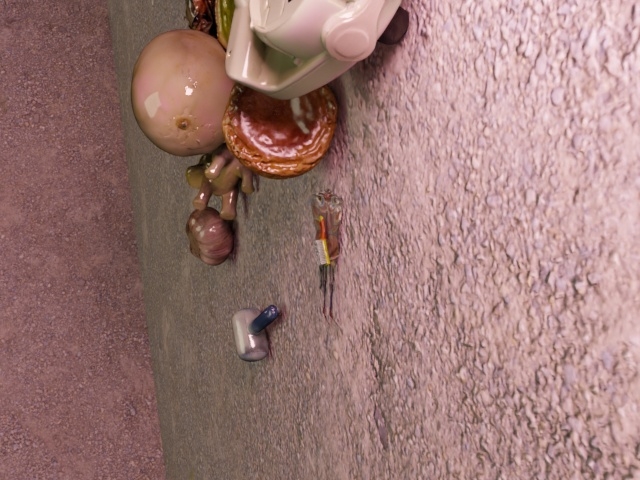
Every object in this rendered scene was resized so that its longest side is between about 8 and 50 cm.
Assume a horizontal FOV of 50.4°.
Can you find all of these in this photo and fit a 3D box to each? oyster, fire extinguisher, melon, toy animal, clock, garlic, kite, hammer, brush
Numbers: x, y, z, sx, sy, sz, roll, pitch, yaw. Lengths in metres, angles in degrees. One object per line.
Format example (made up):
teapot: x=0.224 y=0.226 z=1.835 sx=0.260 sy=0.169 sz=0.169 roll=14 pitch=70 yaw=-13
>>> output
oyster: x=-0.280 y=-0.577 z=1.578 sx=0.221 sy=0.096 sz=0.361 roll=135 pitch=126 yaw=-67
fire extinguisher: x=0.055 y=-0.303 z=0.898 sx=0.062 sy=0.050 sz=0.177 roll=-65 pitch=33 yaw=17
melon: x=-0.271 y=-0.302 z=1.386 sx=0.317 sy=0.223 sz=0.223 roll=-104 pitch=22 yaw=-49
toy animal: x=-0.222 y=-0.145 z=1.501 sx=0.233 sy=0.121 sz=0.169 roll=-34 pitch=45 yaw=58
clock: x=0.006 y=-0.336 z=0.840 sx=0.324 sy=0.108 sz=0.265 roll=-10 pitch=67 yaw=55
garlic: x=-0.264 y=-0.014 z=1.643 sx=0.147 sy=0.102 sz=0.159 roll=48 pitch=151 yaw=35
kite: x=0.012 y=0.030 z=1.111 sx=0.127 sy=0.016 sz=0.229 roll=-170 pitch=77 yaw=-70
hammer: x=-0.126 y=0.177 z=1.404 sx=0.194 sy=0.069 sz=0.116 roll=-44 pitch=53 yaw=55
brush: x=0.000 y=0.000 z=1.096 sx=0.019 sy=0.021 sz=0.083 roll=143 pitch=124 yaw=-65

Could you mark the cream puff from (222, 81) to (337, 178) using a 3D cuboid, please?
cream puff: x=-0.060 y=-0.185 z=1.090 sx=0.169 sy=0.183 sz=0.183 roll=66 pitch=-161 yaw=-89

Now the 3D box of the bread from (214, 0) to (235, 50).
bread: x=-0.139 y=-0.450 z=1.298 sx=0.236 sy=0.070 sz=0.236 roll=174 pitch=90 yaw=-66
